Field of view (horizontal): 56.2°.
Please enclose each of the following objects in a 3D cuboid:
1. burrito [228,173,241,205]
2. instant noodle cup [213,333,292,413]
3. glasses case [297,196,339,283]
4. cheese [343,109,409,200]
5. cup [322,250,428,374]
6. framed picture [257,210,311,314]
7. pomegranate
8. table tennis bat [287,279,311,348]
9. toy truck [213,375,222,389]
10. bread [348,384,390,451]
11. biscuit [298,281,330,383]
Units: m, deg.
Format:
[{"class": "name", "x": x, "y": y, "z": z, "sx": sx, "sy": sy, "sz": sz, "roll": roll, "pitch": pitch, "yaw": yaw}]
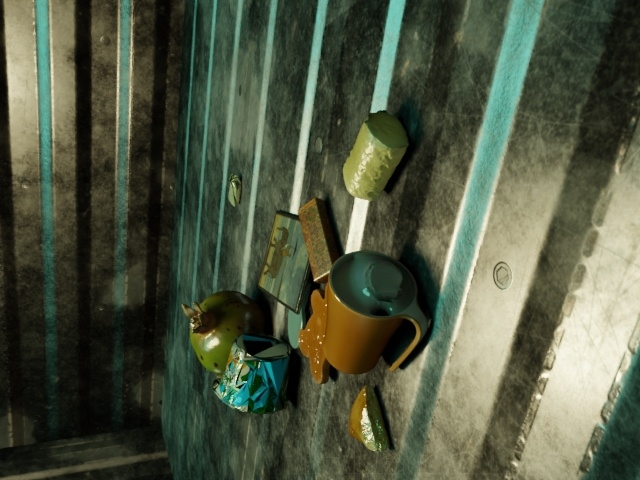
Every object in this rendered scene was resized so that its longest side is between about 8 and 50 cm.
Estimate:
[{"class": "burrito", "x": -0.334, "y": -0.199, "z": 2.337, "sx": 0.074, "sy": 0.044, "sz": 0.118, "roll": -125, "pitch": 39, "yaw": -48}, {"class": "instant noodle cup", "x": -0.195, "y": 0.404, "z": 1.861, "sx": 0.240, "sy": 0.240, "sz": 0.178, "roll": 35, "pitch": 115, "yaw": 61}, {"class": "glasses case", "x": 0.000, "y": 0.000, "z": 1.580, "sx": 0.075, "sy": 0.049, "sz": 0.218, "roll": -33, "pitch": 58, "yaw": 34}, {"class": "cheese", "x": 0.112, "y": -0.179, "z": 1.278, "sx": 0.167, "sy": 0.093, "sz": 0.123, "roll": 117, "pitch": 142, "yaw": -47}, {"class": "cup", "x": 0.107, "y": 0.170, "z": 1.258, "sx": 0.226, "sy": 0.182, "sz": 0.264, "roll": 35, "pitch": 138, "yaw": 23}, {"class": "framed picture", "x": -0.100, "y": 0.053, "z": 1.795, "sx": 0.347, "sy": 0.016, "sz": 0.265, "roll": 22, "pitch": 98, "yaw": 64}, {"class": "pomegranate", "x": -0.343, "y": 0.320, "z": 2.041, "sx": 0.290, "sy": 0.323, "sz": 0.291, "roll": 3, "pitch": 94, "yaw": 42}, {"class": "table tennis bat", "x": -0.064, "y": 0.211, "z": 1.765, "sx": 0.149, "sy": 0.038, "sz": 0.237, "roll": -111, "pitch": 28, "yaw": -53}, {"class": "toy truck", "x": -0.328, "y": 0.472, "z": 2.275, "sx": 0.127, "sy": 0.127, "sz": 0.257, "roll": 25, "pitch": 115, "yaw": 48}, {"class": "bread", "x": 0.106, "y": 0.401, "z": 1.377, "sx": 0.154, "sy": 0.054, "sz": 0.136, "roll": 0, "pitch": 89, "yaw": 63}, {"class": "biscuit", "x": 0.024, "y": 0.222, "z": 1.554, "sx": 0.205, "sy": 0.049, "sz": 0.324, "roll": -119, "pitch": 36, "yaw": -44}]
